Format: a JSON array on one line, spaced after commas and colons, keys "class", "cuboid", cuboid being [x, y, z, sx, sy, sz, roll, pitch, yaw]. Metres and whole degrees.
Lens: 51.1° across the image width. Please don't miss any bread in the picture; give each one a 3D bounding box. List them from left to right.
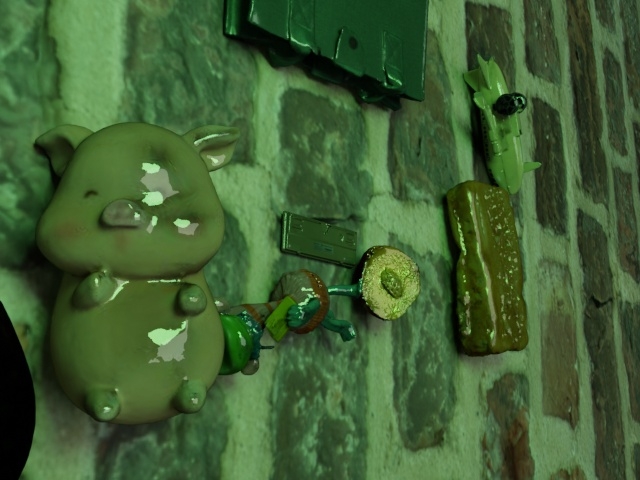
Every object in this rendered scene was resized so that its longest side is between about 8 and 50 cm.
[{"class": "bread", "cuboid": [0.254, 0.044, 1.049, 0.139, 0.077, 0.271, 3, 78, -44]}]

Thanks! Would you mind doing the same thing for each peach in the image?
[{"class": "peach", "cuboid": [0.078, 0.055, 0.866, 0.098, 0.061, 0.098, 5, 78, -24]}]

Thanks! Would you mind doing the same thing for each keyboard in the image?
[{"class": "keyboard", "cuboid": [0.000, 0.000, 0.827, 0.129, 0.015, 0.049, 14, 77, -46]}]

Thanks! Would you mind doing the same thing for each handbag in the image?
[{"class": "handbag", "cuboid": [0.024, -0.318, 0.866, 0.326, 0.089, 0.239, 11, 75, -46]}]

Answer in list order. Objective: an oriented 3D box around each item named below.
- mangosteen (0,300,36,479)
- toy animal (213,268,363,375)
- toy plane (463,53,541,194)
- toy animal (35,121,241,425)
[{"class": "mangosteen", "cuboid": [-0.308, 0.101, 0.321, 0.302, 0.275, 0.275, -43, 120, -4]}, {"class": "toy animal", "cuboid": [-0.030, 0.081, 0.709, 0.208, 0.103, 0.100, -3, 83, -49]}, {"class": "toy plane", "cuboid": [0.314, -0.200, 1.159, 0.229, 0.092, 0.244, -27, 99, -61]}, {"class": "toy animal", "cuboid": [-0.147, 0.023, 0.555, 0.166, 0.154, 0.250, 2, 85, -25]}]
